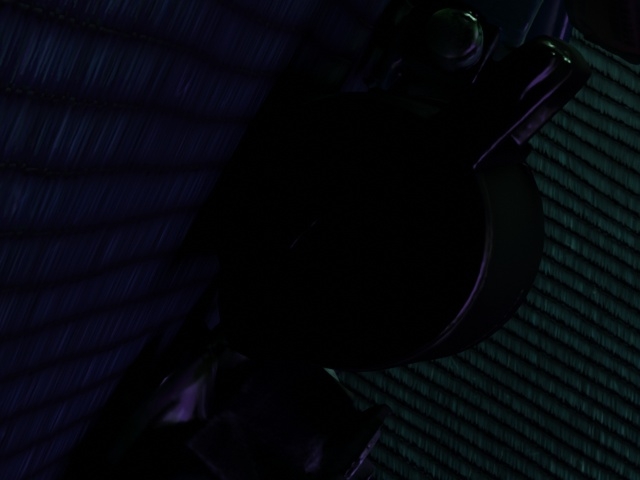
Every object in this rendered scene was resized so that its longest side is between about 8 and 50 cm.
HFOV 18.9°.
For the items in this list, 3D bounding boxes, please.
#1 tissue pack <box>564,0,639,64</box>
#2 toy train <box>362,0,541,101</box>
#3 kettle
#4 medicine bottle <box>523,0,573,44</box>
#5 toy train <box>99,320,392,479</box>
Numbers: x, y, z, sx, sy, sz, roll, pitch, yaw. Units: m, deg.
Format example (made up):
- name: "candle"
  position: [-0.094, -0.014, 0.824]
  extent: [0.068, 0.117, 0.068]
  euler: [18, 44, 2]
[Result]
- name: "tissue pack"
  position: [0.260, -0.311, 1.399]
  extent: [0.228, 0.103, 0.315]
  euler: [-45, 146, -17]
- name: "toy train"
  position: [0.126, -0.169, 1.593]
  extent: [0.194, 0.120, 0.298]
  euler: [-63, 175, -9]
- name: "kettle"
  position: [0.075, -0.014, 1.325]
  extent: [0.308, 0.262, 0.203]
  euler: [-3, 79, -81]
- name: "medicine bottle"
  position: [0.202, -0.255, 1.904]
  extent: [0.079, 0.124, 0.258]
  euler: [-36, 146, -60]
- name: "toy train"
  position: [-0.088, 0.190, 1.405]
  extent: [0.249, 0.173, 0.307]
  euler: [-51, 178, 21]
